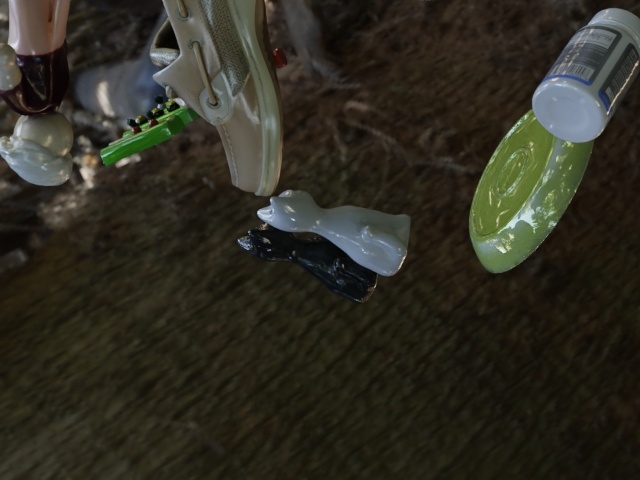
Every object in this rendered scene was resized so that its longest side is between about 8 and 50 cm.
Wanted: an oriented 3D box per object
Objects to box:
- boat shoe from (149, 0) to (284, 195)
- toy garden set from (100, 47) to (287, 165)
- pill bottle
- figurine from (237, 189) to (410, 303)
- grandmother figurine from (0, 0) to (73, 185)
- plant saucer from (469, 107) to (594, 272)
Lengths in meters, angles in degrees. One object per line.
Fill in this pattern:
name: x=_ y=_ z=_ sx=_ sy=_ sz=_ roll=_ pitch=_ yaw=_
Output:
boat shoe: x=-0.100 y=-0.178 z=0.979 sx=0.121 sy=0.110 sz=0.341 roll=-102 pitch=4 yaw=-47
toy garden set: x=-0.167 y=-0.196 z=1.439 sx=0.204 sy=0.244 sz=0.049 roll=-20 pitch=107 yaw=23
pill bottle: x=0.277 y=-0.170 z=1.087 sx=0.078 sy=0.137 sz=0.078 roll=27 pitch=147 yaw=19
figurine: x=0.000 y=0.000 z=1.530 sx=0.209 sy=0.092 sz=0.215 roll=17 pitch=157 yaw=-10
grandmother figurine: x=-0.324 y=-0.221 z=1.234 sx=0.104 sy=0.208 sz=0.342 roll=11 pitch=116 yaw=13
plant saucer: x=0.246 y=-0.076 z=1.306 sx=0.037 sy=0.241 sz=0.241 roll=25 pitch=160 yaw=-13
